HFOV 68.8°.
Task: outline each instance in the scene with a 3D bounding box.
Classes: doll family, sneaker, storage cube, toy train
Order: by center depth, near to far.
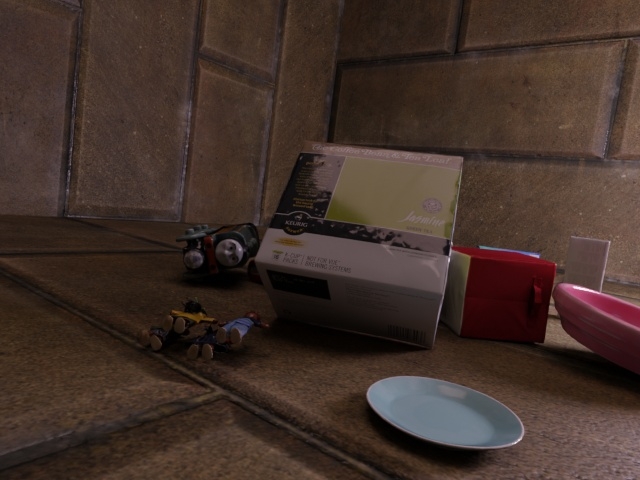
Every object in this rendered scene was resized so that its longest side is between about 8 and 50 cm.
[{"bbox_3d":[-0.177,0.137,0.733,0.193,0.076,0.111,13,2,11],"label":"doll family"},{"bbox_3d":[0.392,0.119,1.085,0.193,0.183,0.215,5,6,-6],"label":"storage cube"},{"bbox_3d":[-0.273,0.018,1.295,0.190,0.142,0.334,-10,6,-1],"label":"toy train"},{"bbox_3d":[-0.088,0.087,1.299,0.221,0.087,0.128,13,9,39],"label":"sneaker"}]

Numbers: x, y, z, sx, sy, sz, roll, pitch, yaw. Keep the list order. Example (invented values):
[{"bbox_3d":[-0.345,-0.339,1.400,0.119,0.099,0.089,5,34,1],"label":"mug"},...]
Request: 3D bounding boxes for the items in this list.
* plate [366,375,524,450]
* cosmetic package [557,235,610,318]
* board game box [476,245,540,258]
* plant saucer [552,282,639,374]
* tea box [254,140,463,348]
[{"bbox_3d":[0.148,0.215,0.575,0.188,0.024,0.188,6,5,-1],"label":"plate"},{"bbox_3d":[0.749,0.112,1.333,0.099,0.239,0.060,11,6,31],"label":"cosmetic package"},{"bbox_3d":[0.659,0.110,1.673,0.210,0.160,0.047,8,5,6],"label":"board game box"},{"bbox_3d":[0.614,0.188,0.909,0.332,0.084,0.332,18,13,-4],"label":"plant saucer"},{"bbox_3d":[0.091,-0.003,0.932,0.329,0.323,0.220,10,-34,15],"label":"tea box"}]
